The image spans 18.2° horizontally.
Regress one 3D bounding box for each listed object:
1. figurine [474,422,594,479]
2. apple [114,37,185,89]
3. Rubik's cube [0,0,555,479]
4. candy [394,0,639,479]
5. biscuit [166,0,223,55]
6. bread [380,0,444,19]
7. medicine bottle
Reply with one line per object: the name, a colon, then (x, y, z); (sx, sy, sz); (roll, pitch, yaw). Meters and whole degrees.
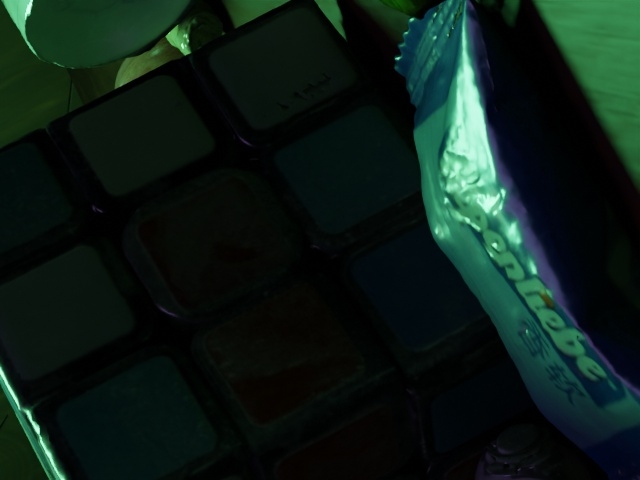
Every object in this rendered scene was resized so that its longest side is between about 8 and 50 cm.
figurine: (0.165, 0.206, 1.331); (0.183, 0.128, 0.208); (63, 166, -14)
apple: (-0.146, -0.140, 2.057); (0.153, 0.120, 0.153); (61, 171, 16)
Rubik's cube: (-0.052, 0.099, 1.494); (0.363, 0.359, 0.362); (58, 167, 32)
candy: (0.127, 0.007, 1.153); (0.331, 0.077, 0.187); (61, 163, 9)
biscuit: (-0.146, -0.232, 2.006); (0.061, 0.055, 0.219); (62, 173, -31)
bread: (-0.008, -0.283, 0.910); (0.366, 0.129, 0.382); (65, 171, -11)
medicine bottle: (-0.261, -0.345, 1.908); (0.332, 0.190, 0.190); (59, 170, 26)
